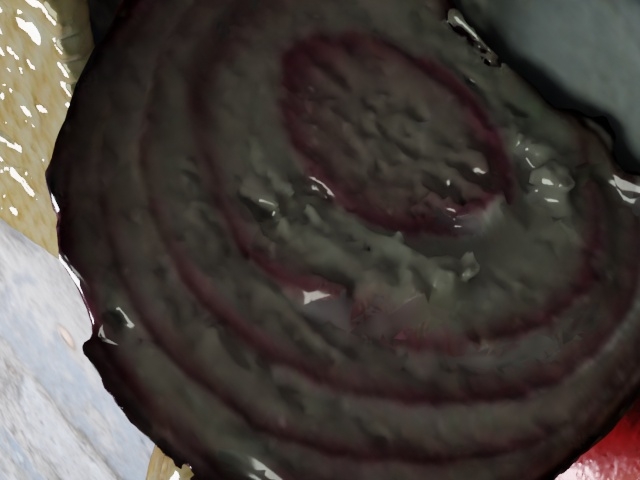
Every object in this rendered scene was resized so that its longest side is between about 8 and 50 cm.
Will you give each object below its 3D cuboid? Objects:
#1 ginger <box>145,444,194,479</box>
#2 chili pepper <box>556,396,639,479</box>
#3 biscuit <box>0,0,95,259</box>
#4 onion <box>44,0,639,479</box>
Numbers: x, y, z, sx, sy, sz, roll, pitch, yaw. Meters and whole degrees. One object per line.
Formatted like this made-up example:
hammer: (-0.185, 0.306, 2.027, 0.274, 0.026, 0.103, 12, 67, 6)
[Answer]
ginger: (-0.032, 0.165, 0.888, 0.375, 0.176, 0.256, 113, 146, -55)
chili pepper: (0.155, 0.155, 0.773, 0.137, 0.092, 0.368, 35, 152, -9)
biscuit: (-0.226, -0.106, 0.938, 0.217, 0.044, 0.325, 31, 149, 20)
onion: (0.000, 0.000, 0.653, 0.314, 0.280, 0.146, 49, 158, 4)
